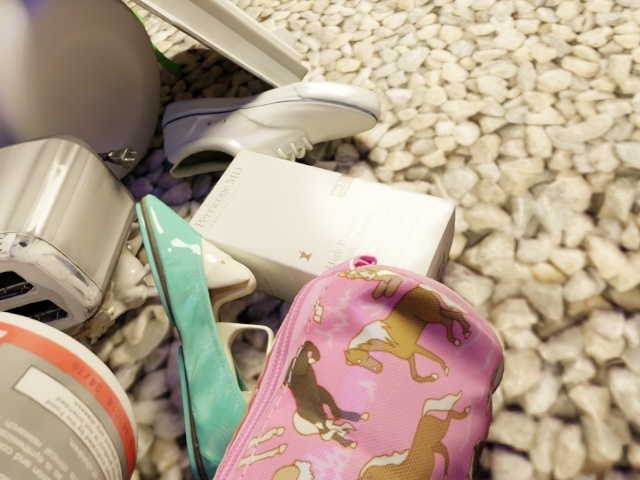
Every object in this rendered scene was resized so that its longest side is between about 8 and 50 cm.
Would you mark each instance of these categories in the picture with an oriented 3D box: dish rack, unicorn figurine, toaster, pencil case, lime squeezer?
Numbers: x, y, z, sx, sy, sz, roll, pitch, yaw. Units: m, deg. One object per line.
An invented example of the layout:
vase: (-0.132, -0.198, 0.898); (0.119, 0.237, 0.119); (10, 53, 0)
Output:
dish rack: (-0.172, -0.283, 0.587); (0.285, 0.333, 0.072); (37, 102, 31)
unicorn figurine: (-0.197, 0.035, 0.534); (0.111, 0.060, 0.162); (-32, 41, 0)
toaster: (-0.270, 0.003, 0.469); (0.227, 0.129, 0.146); (-14, 47, 11)
pencil case: (-0.010, 0.199, 0.309); (0.160, 0.167, 0.386); (12, 58, 28)
lime squeezer: (-0.340, -0.310, 0.811); (0.310, 0.059, 0.110); (8, 88, 15)

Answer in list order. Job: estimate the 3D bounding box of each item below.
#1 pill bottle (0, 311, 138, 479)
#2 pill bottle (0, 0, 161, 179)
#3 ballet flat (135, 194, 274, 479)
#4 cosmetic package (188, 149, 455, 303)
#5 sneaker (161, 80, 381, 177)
pill bottle: (-0.237, 0.204, 0.233); (0.210, 0.210, 0.363); (-11, 22, 3)
pill bottle: (-0.425, -0.206, 0.636); (0.407, 0.229, 0.229); (14, 59, 20)
ballet flat: (-0.088, 0.070, 0.440); (0.087, 0.083, 0.247); (-15, 77, -9)
cosmetic package: (0.000, 0.000, 0.496); (0.231, 0.085, 0.117); (17, 60, 20)
sneaker: (-0.057, -0.116, 0.598); (0.258, 0.094, 0.091); (-5, 75, 11)
